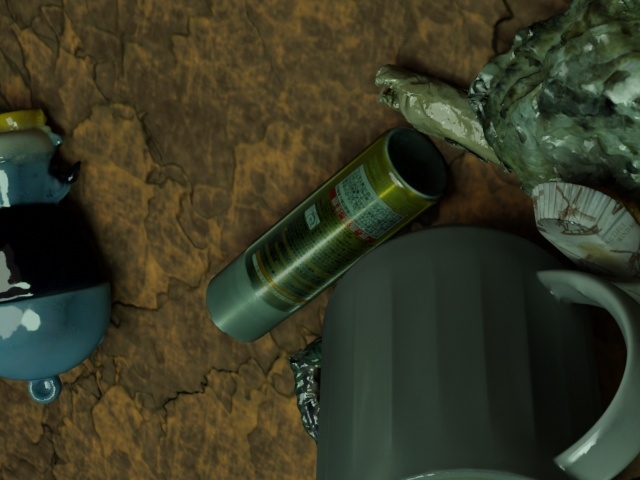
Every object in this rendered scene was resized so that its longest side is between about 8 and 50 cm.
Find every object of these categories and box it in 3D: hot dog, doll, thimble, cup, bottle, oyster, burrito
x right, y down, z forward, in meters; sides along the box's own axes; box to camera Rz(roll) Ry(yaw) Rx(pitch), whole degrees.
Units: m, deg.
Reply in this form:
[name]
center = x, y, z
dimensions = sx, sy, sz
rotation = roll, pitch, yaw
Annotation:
[hot dog]
center = 0.243, 0.003, 1.342
dimensions = 0.192, 0.053, 0.099
rotation = 37, 156, -33
[doll]
center = -0.318, 0.020, 1.750
dimensions = 0.177, 0.141, 0.314
rotation = -8, 92, 6
[thimble]
center = 0.043, 0.147, 1.575
dimensions = 0.118, 0.090, 0.135
rotation = -18, 97, 41
[cup]
center = 0.141, 0.133, 1.323
dimensions = 0.237, 0.327, 0.323
rotation = 36, 121, -21
[bottle]
center = 0.000, 0.000, 1.551
dimensions = 0.286, 0.082, 0.082
rotation = -39, 84, 38
[oyster]
center = 0.247, -0.105, 1.312
dimensions = 0.268, 0.112, 0.198
rotation = -20, 98, 46
[burrito]
center = 0.114, -0.113, 1.453
dimensions = 0.149, 0.041, 0.055
rotation = 28, 136, 19
